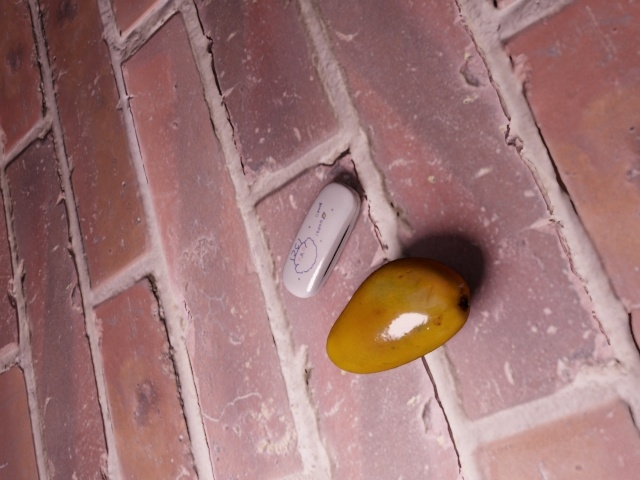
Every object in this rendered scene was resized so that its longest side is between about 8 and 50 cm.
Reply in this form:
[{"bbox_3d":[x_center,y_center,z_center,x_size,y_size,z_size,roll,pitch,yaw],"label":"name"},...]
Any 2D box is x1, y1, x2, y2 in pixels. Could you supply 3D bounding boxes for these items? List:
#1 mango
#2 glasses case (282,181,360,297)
[{"bbox_3d":[0.100,0.108,0.937,0.253,0.113,0.139,-36,68,35],"label":"mango"},{"bbox_3d":[0.000,0.000,1.062,0.076,0.049,0.197,35,104,34],"label":"glasses case"}]
